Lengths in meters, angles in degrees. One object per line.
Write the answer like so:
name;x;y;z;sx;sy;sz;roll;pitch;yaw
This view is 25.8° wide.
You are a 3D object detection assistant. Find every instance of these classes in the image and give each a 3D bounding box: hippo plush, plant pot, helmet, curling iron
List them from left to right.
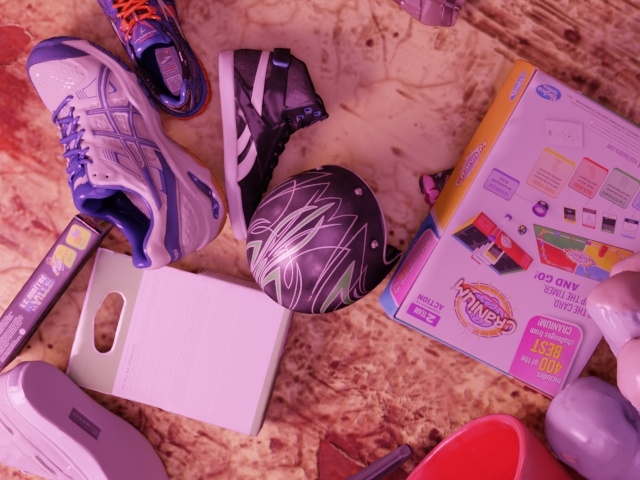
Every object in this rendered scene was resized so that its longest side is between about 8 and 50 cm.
helmet;0.000;0.000;1.532;0.169;0.161;0.169;-2;82;19
curling iron;0.004;0.332;1.659;0.274;0.035;0.068;-43;99;7
plant pot;0.219;0.370;1.562;0.243;0.275;0.275;38;97;-14
hippo plush;0.377;0.163;1.539;0.294;0.234;0.236;20;133;-16

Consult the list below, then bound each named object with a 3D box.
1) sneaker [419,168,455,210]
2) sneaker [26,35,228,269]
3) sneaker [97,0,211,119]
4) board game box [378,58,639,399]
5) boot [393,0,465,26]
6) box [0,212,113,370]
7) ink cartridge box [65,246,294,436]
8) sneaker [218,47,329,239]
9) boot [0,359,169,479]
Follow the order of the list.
sneaker;0.159;-0.029;1.604;0.057;0.047;0.119;-24;98;-7
sneaker;-0.235;-0.099;1.530;0.296;0.131;0.112;46;140;7
sneaker;-0.190;-0.237;1.557;0.083;0.087;0.221;-31;96;5
board game box;0.246;-0.007;1.563;0.242;0.064;0.316;28;98;-17
boot;0.130;-0.301;1.568;0.087;0.042;0.118;19;99;-8
box;-0.314;0.056;1.587;0.036;0.114;0.207;37;98;-4
ink cartridge box;-0.160;0.114;1.622;0.235;0.056;0.171;16;98;3
sneaker;-0.049;-0.110;1.576;0.121;0.079;0.217;-4;98;1
boot;-0.295;0.246;1.637;0.123;0.095;0.258;-25;115;37
